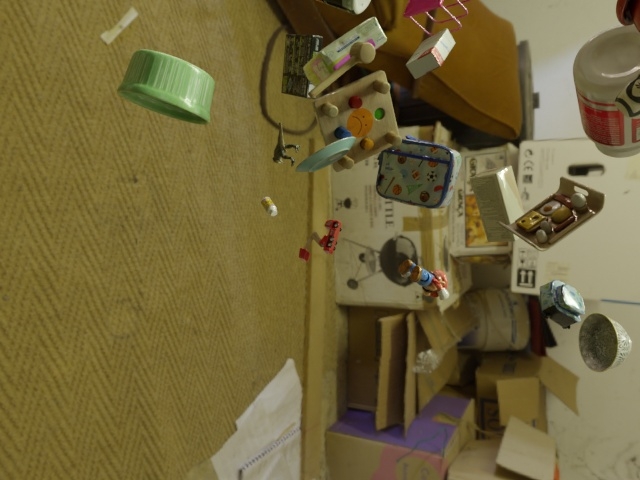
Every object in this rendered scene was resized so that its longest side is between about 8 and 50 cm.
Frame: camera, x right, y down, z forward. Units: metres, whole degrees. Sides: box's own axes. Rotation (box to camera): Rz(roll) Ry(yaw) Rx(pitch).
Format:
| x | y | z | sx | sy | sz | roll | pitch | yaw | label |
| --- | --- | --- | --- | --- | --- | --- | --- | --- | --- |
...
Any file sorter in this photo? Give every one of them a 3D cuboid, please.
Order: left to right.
| x | y | z | sx | sy | sz | roll | pitch | yaw | label |
| --- | --- | --- | --- | --- | --- | --- | --- | --- | --- |
| 0.514 | -1.024 | 1.896 | 0.182 | 0.202 | 0.291 | 22 | 88 | -34 | file sorter |

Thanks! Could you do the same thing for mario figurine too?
| x | y | z | sx | sy | sz | roll | pitch | yaw | label |
| --- | --- | --- | --- | --- | --- | --- | --- | --- | --- |
| 0.520 | 0.218 | 2.323 | 0.320 | 0.170 | 0.198 | 26 | 42 | -41 | mario figurine |

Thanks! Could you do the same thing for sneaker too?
| x | y | z | sx | sy | sz | roll | pitch | yaw | label |
| --- | --- | --- | --- | --- | --- | --- | --- | --- | --- |
| 0.747 | -0.356 | 0.956 | 0.153 | 0.234 | 0.094 | 96 | -27 | -65 | sneaker |

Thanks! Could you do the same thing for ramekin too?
| x | y | z | sx | sy | sz | roll | pitch | yaw | label |
| --- | --- | --- | --- | --- | --- | --- | --- | --- | --- |
| -0.505 | -0.512 | 1.551 | 0.303 | 0.303 | 0.148 | 13 | 93 | -61 | ramekin |

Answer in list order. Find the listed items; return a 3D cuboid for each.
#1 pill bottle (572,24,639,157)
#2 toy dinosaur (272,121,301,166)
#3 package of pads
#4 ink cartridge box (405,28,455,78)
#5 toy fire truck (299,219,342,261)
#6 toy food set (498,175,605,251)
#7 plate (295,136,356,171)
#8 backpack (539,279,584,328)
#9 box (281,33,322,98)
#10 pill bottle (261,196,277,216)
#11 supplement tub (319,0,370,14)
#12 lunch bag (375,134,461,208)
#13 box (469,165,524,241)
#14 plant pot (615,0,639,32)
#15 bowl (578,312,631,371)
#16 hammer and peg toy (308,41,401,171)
| x | y | z | sx | sy | sz | roll | pitch | yaw | label |
| --- | --- | --- | --- | --- | --- | --- | --- | --- | --- |
| 0.903 | -0.421 | 1.384 | 0.407 | 0.229 | 0.229 | 34 | 60 | -51 | pill bottle |
| -0.158 | -0.407 | 2.083 | 0.064 | 0.118 | 0.268 | -58 | 173 | -32 | toy dinosaur |
| 0.070 | -0.631 | 1.585 | 0.101 | 0.229 | 0.296 | 55 | -3 | -16 | package of pads |
| 0.433 | -0.731 | 1.809 | 0.072 | 0.127 | 0.175 | 48 | 58 | -23 | ink cartridge box |
| 0.000 | 0.000 | 1.893 | 0.047 | 0.135 | 0.192 | 48 | 57 | -59 | toy fire truck |
| 0.848 | -0.107 | 1.713 | 0.092 | 0.306 | 0.220 | 54 | 2 | -29 | toy food set |
| 0.018 | -0.229 | 1.276 | 0.024 | 0.188 | 0.188 | 62 | 30 | 2 | plate |
| 0.667 | 0.166 | 1.276 | 0.105 | 0.084 | 0.114 | 28 | 46 | -17 | backpack |
| -0.090 | -0.808 | 2.142 | 0.060 | 0.216 | 0.270 | -9 | 115 | -37 | box |
| -0.210 | -0.138 | 1.909 | 0.083 | 0.043 | 0.043 | 53 | 11 | 31 | pill bottle |
| 0.038 | -0.997 | 1.739 | 0.194 | 0.316 | 0.194 | -55 | 165 | -23 | supplement tub |
| 0.343 | -0.252 | 1.676 | 0.115 | 0.303 | 0.243 | -8 | 112 | -52 | lunch bag |
| 0.787 | -0.156 | 2.034 | 0.121 | 0.148 | 0.311 | -26 | 103 | -31 | box |
| 0.642 | -0.429 | 0.802 | 0.191 | 0.174 | 0.191 | -26 | 146 | -19 | plant pot |
| 0.835 | 0.297 | 1.337 | 0.170 | 0.080 | 0.170 | -174 | -90 | -86 | bowl |
| 0.099 | -0.419 | 1.459 | 0.127 | 0.266 | 0.361 | 51 | -14 | 54 | hammer and peg toy |
